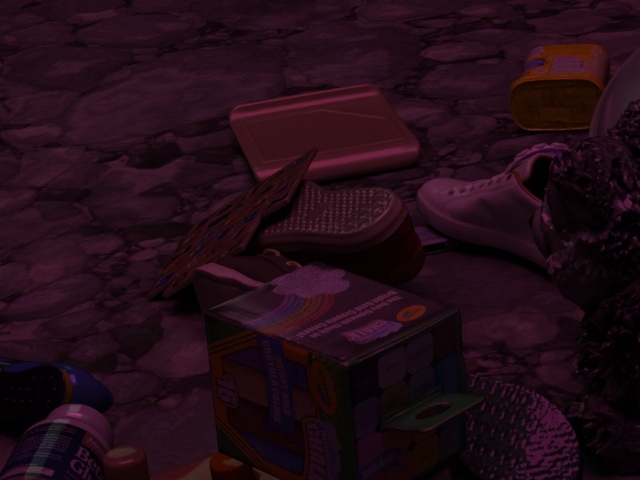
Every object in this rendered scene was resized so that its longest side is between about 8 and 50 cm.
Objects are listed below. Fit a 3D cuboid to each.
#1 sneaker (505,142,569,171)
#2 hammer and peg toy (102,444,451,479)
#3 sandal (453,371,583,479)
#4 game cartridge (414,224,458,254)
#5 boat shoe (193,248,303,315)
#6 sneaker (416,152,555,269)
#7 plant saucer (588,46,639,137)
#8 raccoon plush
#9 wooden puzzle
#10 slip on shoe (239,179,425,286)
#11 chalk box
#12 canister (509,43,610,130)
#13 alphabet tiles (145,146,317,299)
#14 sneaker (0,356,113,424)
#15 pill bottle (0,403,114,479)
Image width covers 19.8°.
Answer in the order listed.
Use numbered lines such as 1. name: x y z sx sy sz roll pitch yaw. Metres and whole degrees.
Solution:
1. sneaker: 0.304 -0.077 2.200 0.170 0.068 0.071 -7 34 6
2. hammer and peg toy: 0.001 0.249 1.463 0.266 0.127 0.361 -18 26 -27
3. sandal: 0.138 0.166 1.662 0.254 0.054 0.097 27 71 38
4. game cartridge: 0.113 0.001 2.135 0.083 0.017 0.056 -10 27 -8
5. boat shoe: -0.021 0.079 1.877 0.097 0.116 0.324 -22 21 -23
6. sneaker: 0.224 -0.052 2.080 0.106 0.123 0.290 -16 25 -38
7. plant saucer: 0.484 -0.169 2.086 0.400 0.100 0.400 -18 45 18
8. raccoon plush: 0.387 0.042 1.603 0.446 0.299 0.216 4 26 24
9. wooden puzzle: 0.002 -0.135 2.455 0.221 0.044 0.238 -10 28 -8
10. slip on shoe: 0.000 0.000 2.081 0.123 0.101 0.331 -45 26 -24
11. chalk box: 0.030 0.118 1.435 0.132 0.132 0.213 -23 29 -38
12. canister: 0.328 -0.210 2.485 0.126 0.073 0.170 -1 23 14
13. alphabet tiles: -0.104 -0.013 2.117 0.198 0.009 0.237 -31 15 24
14. sneaker: -0.298 0.155 1.862 0.209 0.069 0.082 2 -9 41
15. pill bottle: -0.238 0.217 1.644 0.094 0.094 0.169 -3 24 10
